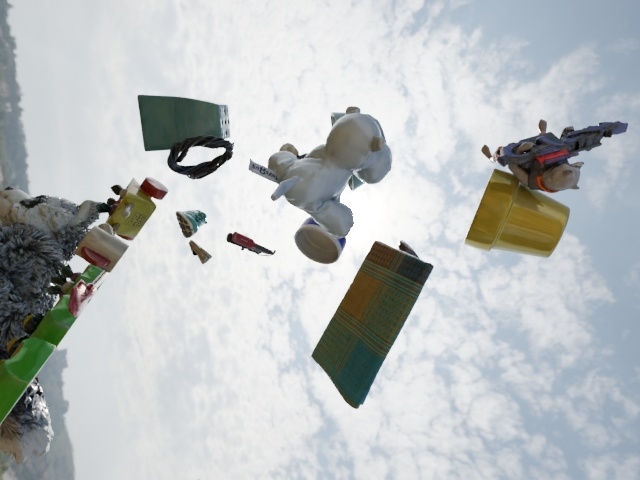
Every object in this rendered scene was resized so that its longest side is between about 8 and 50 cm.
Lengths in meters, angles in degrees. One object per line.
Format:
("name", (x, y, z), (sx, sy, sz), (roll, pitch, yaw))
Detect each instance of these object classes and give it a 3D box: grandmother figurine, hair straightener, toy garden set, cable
("grandmother figurine", (-0.044, -0.349, 1.993), (0.343, 0.208, 0.104), (33, -49, 9))
("hair straightener", (-0.272, 0.018, 1.668), (0.089, 0.231, 0.047), (-6, -109, 45))
("toy garden set", (-0.229, 0.042, 0.380), (0.203, 0.049, 0.244), (-51, -160, 10))
("cable", (-0.322, -0.237, 1.161), (0.150, 0.185, 0.047), (52, 17, -62))

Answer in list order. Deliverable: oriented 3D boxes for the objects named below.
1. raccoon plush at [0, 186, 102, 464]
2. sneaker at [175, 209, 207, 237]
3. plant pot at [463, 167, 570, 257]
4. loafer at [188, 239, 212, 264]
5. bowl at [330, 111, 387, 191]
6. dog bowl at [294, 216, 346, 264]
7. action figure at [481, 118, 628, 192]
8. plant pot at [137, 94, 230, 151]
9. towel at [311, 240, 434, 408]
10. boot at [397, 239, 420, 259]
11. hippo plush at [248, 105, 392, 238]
("raccoon plush", (-0.517, 0.118, 0.784), (0.216, 0.299, 0.445), (-7, -79, 24))
("sneaker", (-0.496, -0.083, 1.649), (0.275, 0.110, 0.106), (-148, -140, -68))
("plant pot", (0.592, -0.062, 1.285), (0.239, 0.254, 0.253), (23, -59, 17))
("loafer", (-0.387, 0.035, 1.334), (0.125, 0.039, 0.045), (29, -14, 41))
("bowl", (0.156, -0.359, 1.629), (0.311, 0.163, 0.311), (163, -90, -89))
("dog bowl", (0.000, 0.000, 2.241), (0.265, 0.104, 0.264), (19, -39, 17))
("action figure", (0.658, -0.237, 1.211), (0.330, 0.342, 0.178), (-87, 163, -58))
("plant pot", (-0.411, -0.369, 1.333), (0.165, 0.235, 0.165), (-76, 166, -72))
("towel", (0.119, 0.190, 1.059), (0.369, 0.040, 0.271), (-61, -156, 1))
("boot", (0.280, 0.068, 1.476), (0.106, 0.219, 0.082), (-42, -116, 6))
("hippo plush", (0.017, -0.176, 0.910), (0.236, 0.294, 0.234), (-46, -128, 10))
